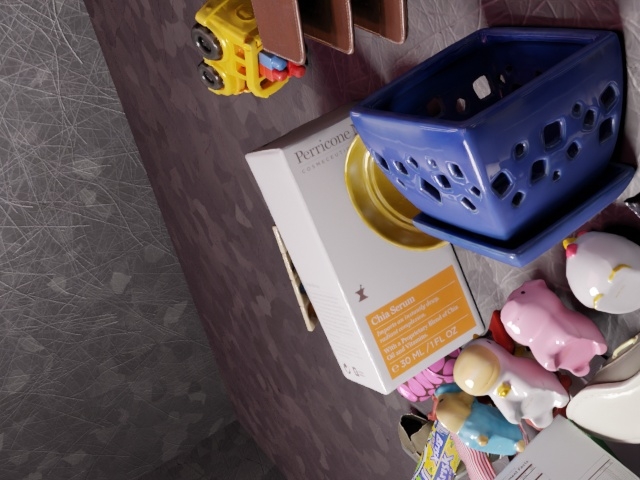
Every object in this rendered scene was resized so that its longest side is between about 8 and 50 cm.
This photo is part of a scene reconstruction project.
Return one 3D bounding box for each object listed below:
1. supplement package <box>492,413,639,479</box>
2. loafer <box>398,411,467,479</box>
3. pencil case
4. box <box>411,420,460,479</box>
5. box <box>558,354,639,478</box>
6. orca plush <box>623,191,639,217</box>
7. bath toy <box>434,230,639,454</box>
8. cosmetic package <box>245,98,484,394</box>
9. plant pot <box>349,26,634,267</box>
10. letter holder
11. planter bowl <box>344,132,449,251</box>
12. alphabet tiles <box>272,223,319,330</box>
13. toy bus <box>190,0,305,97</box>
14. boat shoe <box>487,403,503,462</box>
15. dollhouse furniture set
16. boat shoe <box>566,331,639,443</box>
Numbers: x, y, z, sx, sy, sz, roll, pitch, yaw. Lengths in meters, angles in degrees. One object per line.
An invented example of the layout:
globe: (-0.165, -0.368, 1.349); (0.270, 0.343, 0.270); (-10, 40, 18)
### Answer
supplement package: (0.371, 0.385, 1.180); (0.203, 0.149, 0.194); (40, 170, 44)
loafer: (0.236, 0.445, 1.878); (0.251, 0.094, 0.087); (16, 135, 63)
pencil case: (0.206, 0.253, 1.706); (0.209, 0.098, 0.095); (113, 168, -62)
box: (0.247, 0.433, 1.756); (0.054, 0.059, 0.168); (31, 103, 55)
box: (0.469, 0.321, 1.226); (0.322, 0.058, 0.232); (41, 151, 46)
orca plush: (0.455, 0.033, 0.901); (0.151, 0.102, 0.287); (16, -144, -50)
bath toy: (0.285, 0.121, 1.138); (0.348, 0.151, 0.129); (-57, 28, 25)
cosmetic package: (0.081, 0.006, 1.493); (0.161, 0.230, 0.453); (6, 123, 65)
plant pot: (0.215, -0.110, 1.038); (0.236, 0.236, 0.212); (24, 144, 57)
letter holder: (-0.002, -0.417, 1.258); (0.214, 0.152, 0.301); (35, 147, 46)
planter bowl: (0.151, -0.099, 1.343); (0.217, 0.090, 0.217); (19, 125, 29)
alphabet tiles: (0.000, 0.000, 1.666); (0.011, 0.285, 0.342); (-4, 120, 26)
toy bus: (-0.121, -0.352, 1.664); (0.211, 0.149, 0.220); (35, 153, 19)
boat shoe: (0.298, 0.333, 1.623); (0.078, 0.070, 0.219); (25, 139, 58)
dollhouse furniture set: (0.282, 0.276, 1.360); (0.374, 0.152, 0.201); (84, 168, -57)
boat shoe: (0.412, 0.170, 1.079); (0.109, 0.091, 0.305); (32, 149, 2)
